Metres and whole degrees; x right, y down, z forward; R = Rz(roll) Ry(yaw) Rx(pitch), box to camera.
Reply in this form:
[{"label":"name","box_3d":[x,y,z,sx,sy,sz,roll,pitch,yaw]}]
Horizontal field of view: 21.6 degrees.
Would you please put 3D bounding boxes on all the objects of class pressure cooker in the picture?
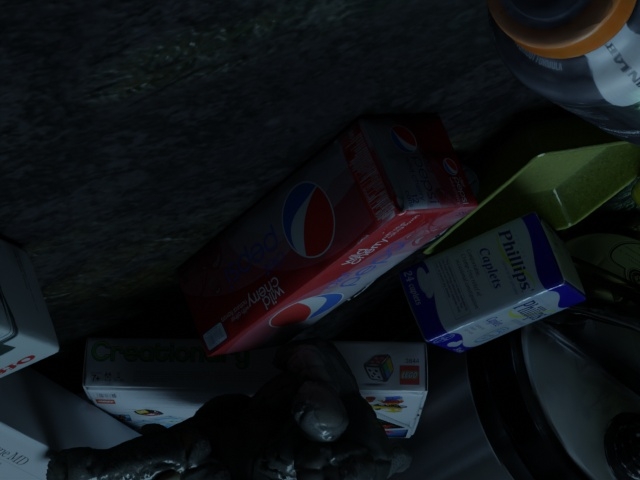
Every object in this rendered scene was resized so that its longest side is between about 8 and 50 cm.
[{"label":"pressure cooker","box_3d":[0.264,0.190,1.748,0.370,0.375,0.420,-6,157,-36]}]

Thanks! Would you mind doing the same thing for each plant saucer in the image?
[{"label":"plant saucer","box_3d":[0.198,-0.059,1.466,0.188,0.045,0.188,-10,159,-35]}]

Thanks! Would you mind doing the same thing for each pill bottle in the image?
[{"label":"pill bottle","box_3d":[0.187,-0.139,1.061,0.130,0.130,0.246,-29,162,22]}]

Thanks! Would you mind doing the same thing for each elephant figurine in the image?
[{"label":"elephant figurine","box_3d":[-0.073,0.190,1.419,0.239,0.186,0.169,-28,-172,13]}]

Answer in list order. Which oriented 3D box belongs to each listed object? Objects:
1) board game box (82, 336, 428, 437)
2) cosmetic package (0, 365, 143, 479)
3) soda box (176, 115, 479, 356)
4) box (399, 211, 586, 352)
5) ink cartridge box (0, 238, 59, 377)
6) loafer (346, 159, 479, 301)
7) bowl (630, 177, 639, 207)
[{"label":"board game box","box_3d":[-0.058,0.140,1.565,0.305,0.053,0.193,1,162,-1]},{"label":"cosmetic package","box_3d":[-0.326,0.232,1.481,0.284,0.097,0.377,-30,150,9]},{"label":"soda box","box_3d":[0.000,0.000,1.336,0.092,0.083,0.263,-5,157,-43]},{"label":"box","box_3d":[0.159,0.041,1.521,0.137,0.072,0.126,-25,165,13]},{"label":"ink cartridge box","box_3d":[-0.290,0.052,1.128,0.153,0.086,0.208,-24,164,9]},{"label":"loafer","box_3d":[0.061,-0.018,1.427,0.170,0.062,0.061,-34,-161,16]},{"label":"bowl","box_3d":[0.443,-0.055,1.516,0.289,0.156,0.289,-29,169,-6]}]
